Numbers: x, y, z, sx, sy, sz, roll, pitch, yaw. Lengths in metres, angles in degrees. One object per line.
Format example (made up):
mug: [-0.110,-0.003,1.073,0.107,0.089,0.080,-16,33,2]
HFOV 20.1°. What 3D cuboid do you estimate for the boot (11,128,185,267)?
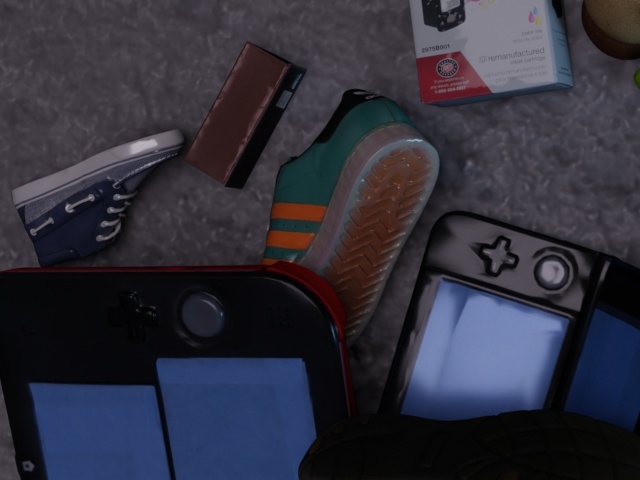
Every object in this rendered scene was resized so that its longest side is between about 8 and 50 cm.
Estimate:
boot: [-0.200,-0.040,1.722,0.190,0.069,0.086,-21,91,24]

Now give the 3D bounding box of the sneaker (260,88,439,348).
sneaker: [0.000,0.000,1.646,0.302,0.108,0.121,-58,37,23]

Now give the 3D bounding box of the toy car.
toy car: [0.278,-0.217,1.506,0.149,0.188,0.155,-34,81,14]

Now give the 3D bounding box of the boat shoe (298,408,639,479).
boat shoe: [0.139,0.215,1.472,0.324,0.122,0.120,1,122,33]

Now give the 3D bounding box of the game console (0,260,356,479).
game console: [-0.124,0.203,1.638,0.342,0.060,0.386,-2,109,16]

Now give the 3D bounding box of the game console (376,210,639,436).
game console: [0.165,0.142,1.550,0.250,0.173,0.293,17,95,15]

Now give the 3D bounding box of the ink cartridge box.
ink cartridge box: [0.146,-0.214,1.604,0.127,0.072,0.175,-8,89,20]

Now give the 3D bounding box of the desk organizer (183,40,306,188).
desk organizer: [-0.071,-0.117,1.687,0.050,0.047,0.130,32,99,17]
